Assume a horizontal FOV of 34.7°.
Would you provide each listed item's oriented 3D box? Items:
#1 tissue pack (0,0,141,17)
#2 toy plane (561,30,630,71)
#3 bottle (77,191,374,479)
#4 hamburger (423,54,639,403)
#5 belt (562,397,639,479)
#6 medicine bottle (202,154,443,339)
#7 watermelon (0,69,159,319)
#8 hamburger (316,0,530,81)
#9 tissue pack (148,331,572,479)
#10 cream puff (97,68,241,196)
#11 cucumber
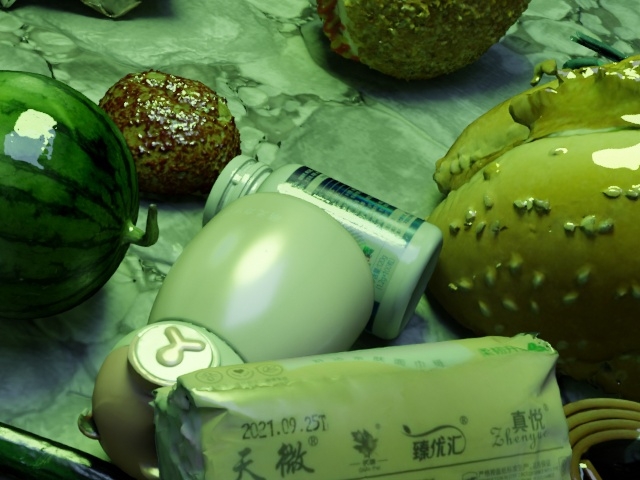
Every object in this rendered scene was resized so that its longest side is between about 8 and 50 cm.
[{"bbox_3d":[-0.301,-0.412,1.169,0.239,0.238,0.305,-1,45,-20],"label":"tissue pack"},{"bbox_3d":[0.364,-0.175,1.218,0.235,0.096,0.060,19,40,-27],"label":"toy plane"},{"bbox_3d":[-0.073,0.081,0.742,0.148,0.147,0.236,29,45,12],"label":"bottle"},{"bbox_3d":[0.313,-0.023,0.893,0.446,0.287,0.268,20,43,8],"label":"hamburger"},{"bbox_3d":[0.262,0.222,0.742,0.261,0.105,0.184,24,44,11],"label":"belt"},{"bbox_3d":[0.000,0.000,0.880,0.191,0.107,0.107,25,42,12],"label":"medicine bottle"},{"bbox_3d":[-0.219,-0.031,0.779,0.215,0.188,0.188,17,41,2],"label":"watermelon"},{"bbox_3d":[0.122,-0.313,1.149,0.294,0.276,0.179,-16,44,-19],"label":"hamburger"},{"bbox_3d":[0.036,0.175,0.634,0.257,0.123,0.215,-3,86,-27],"label":"tissue pack"},{"bbox_3d":[-0.141,-0.109,0.969,0.149,0.084,0.149,11,43,-11],"label":"cream puff"},{"bbox_3d":[-0.189,0.153,0.707,0.184,0.033,0.036,21,22,0],"label":"cucumber"}]
